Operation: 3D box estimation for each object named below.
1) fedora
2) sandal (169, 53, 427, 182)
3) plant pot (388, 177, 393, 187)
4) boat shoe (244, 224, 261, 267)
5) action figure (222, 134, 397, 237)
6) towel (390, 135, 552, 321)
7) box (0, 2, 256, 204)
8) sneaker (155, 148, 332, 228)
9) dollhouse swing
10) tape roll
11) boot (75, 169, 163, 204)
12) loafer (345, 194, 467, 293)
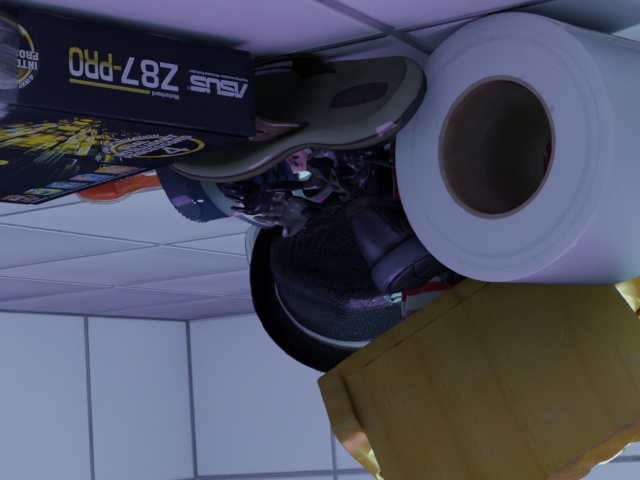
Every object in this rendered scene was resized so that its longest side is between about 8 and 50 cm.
[{"bbox_3d":[0.054,0.023,1.847,0.334,0.334,0.152,-5,165,11],"label":"fedora"},{"bbox_3d":[-0.038,-0.137,1.349,0.302,0.120,0.086,-11,142,36],"label":"sandal"},{"bbox_3d":[0.144,0.028,2.057,0.247,0.252,0.247,-7,173,25],"label":"plant pot"},{"bbox_3d":[0.001,0.002,2.351,0.103,0.118,0.320,-18,169,40],"label":"boat shoe"},{"bbox_3d":[-0.018,-0.083,1.508,0.141,0.164,0.275,-4,180,-36],"label":"action figure"},{"bbox_3d":[0.204,-0.016,1.604,0.237,0.329,0.037,-4,-154,1],"label":"towel"},{"bbox_3d":[-0.304,-0.118,1.322,0.318,0.097,0.395,8,167,-44],"label":"box"},{"bbox_3d":[-0.082,-0.088,1.706,0.131,0.112,0.319,-24,170,22],"label":"sneaker"},{"bbox_3d":[0.225,0.193,1.454,0.347,0.305,0.315,-34,137,6],"label":"dollhouse swing"},{"bbox_3d":[0.213,-0.080,1.304,0.169,0.246,0.246,3,170,-45],"label":"tape roll"},{"bbox_3d":[-0.241,-0.089,1.747,0.158,0.059,0.084,-13,169,5],"label":"boot"},{"bbox_3d":[0.126,-0.014,1.456,0.109,0.095,0.302,-43,163,24],"label":"loafer"}]
